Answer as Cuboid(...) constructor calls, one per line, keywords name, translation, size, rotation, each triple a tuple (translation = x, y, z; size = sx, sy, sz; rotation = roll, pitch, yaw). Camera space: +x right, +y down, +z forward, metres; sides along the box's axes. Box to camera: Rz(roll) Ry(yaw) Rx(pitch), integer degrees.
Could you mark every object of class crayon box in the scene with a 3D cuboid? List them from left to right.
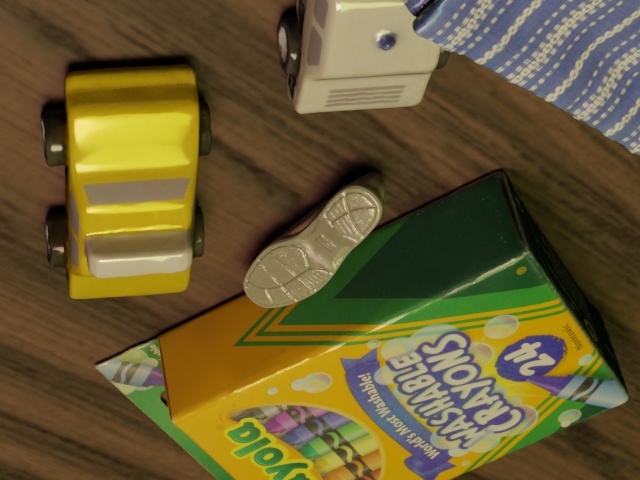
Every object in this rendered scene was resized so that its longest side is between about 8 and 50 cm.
Cuboid(name="crayon box", translation=(0.032, 0.102, 1.347), size=(0.323, 0.083, 0.203), rotation=(-25, 138, 14))

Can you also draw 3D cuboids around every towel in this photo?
Cuboid(name="towel", translation=(0.228, -0.146, 1.099), size=(0.243, 0.040, 0.336), rotation=(-39, 146, 23))

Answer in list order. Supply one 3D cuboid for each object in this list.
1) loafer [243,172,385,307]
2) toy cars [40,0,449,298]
Cuboid(name="loafer", translation=(0.000, 0.000, 1.258), size=(0.045, 0.039, 0.125), rotation=(45, 121, -7))
Cuboid(name="toy cars", translation=(-0.041, -0.073, 1.126), size=(0.393, 0.087, 0.176), rotation=(-38, 134, 25))
